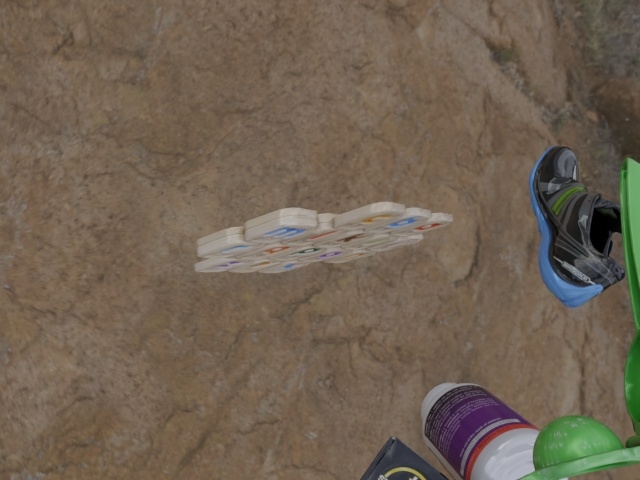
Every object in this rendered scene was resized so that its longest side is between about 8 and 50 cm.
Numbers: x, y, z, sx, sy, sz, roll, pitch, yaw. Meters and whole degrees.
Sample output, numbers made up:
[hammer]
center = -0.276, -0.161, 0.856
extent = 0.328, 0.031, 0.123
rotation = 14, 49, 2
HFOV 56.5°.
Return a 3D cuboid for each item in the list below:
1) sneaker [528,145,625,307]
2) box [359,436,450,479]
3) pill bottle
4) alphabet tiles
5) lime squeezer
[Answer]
[sneaker]
center = 0.245, -0.021, 0.562
extent = 0.067, 0.078, 0.188
rotation = 40, 40, -27
[box]
center = 0.178, 0.556, 0.922
extent = 0.395, 0.097, 0.318
rotation = 36, 81, 19
[pill bottle]
center = 0.316, 0.395, 1.163
extent = 0.181, 0.323, 0.182
rotation = -2, 99, -13
[alphabet tiles]
center = 0.000, 0.000, 0.705
extent = 0.284, 0.277, 0.021
rotation = 6, 72, -53
[lime squeezer]
center = 0.143, 0.085, 0.333
extent = 0.110, 0.059, 0.310
rotation = 42, 75, 5
